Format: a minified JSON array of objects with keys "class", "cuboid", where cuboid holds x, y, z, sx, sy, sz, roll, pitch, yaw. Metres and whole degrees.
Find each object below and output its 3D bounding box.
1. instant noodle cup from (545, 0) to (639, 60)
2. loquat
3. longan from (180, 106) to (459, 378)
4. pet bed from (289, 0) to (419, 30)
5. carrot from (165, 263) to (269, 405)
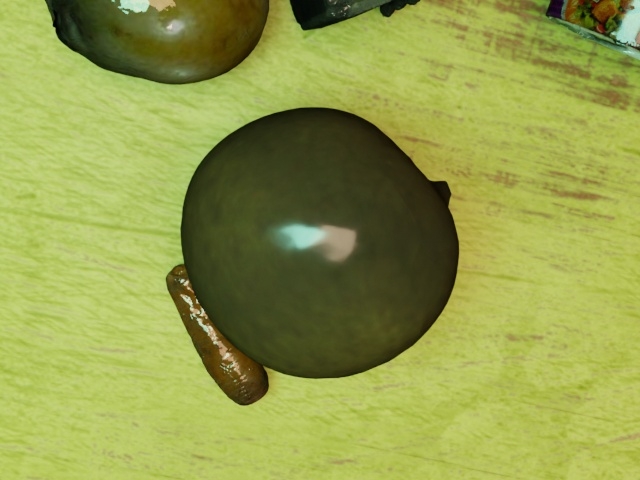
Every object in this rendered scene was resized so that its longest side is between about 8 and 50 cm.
[{"class":"instant noodle cup","cuboid":[0.368,-0.286,0.987,0.251,0.251,0.190,21,105,-9]},{"class":"loquat","cuboid":[-0.169,-0.254,0.955,0.227,0.179,0.179,9,98,-16]},{"class":"longan","cuboid":[-0.002,0.002,0.952,0.297,0.297,0.297,-1,99,-6]},{"class":"pet bed","cuboid":[0.043,-0.320,0.949,0.159,0.211,0.183,-18,100,-7]},{"class":"carrot","cuboid":[-0.122,0.110,1.075,0.060,0.060,0.186,-32,98,-1]}]
